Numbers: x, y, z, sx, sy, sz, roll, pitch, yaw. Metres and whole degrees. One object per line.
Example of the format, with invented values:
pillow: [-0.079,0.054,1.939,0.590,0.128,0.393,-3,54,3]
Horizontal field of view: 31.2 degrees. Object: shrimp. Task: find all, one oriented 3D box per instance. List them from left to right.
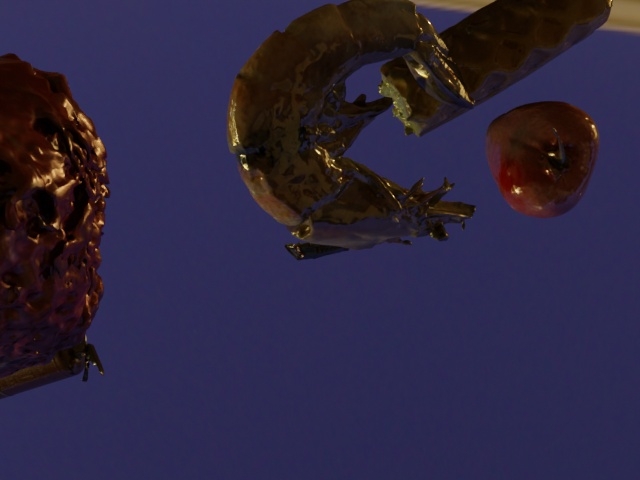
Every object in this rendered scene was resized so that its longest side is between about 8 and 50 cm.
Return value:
shrimp: [0.057,-0.100,1.117,0.085,0.360,0.247,37,-83,46]

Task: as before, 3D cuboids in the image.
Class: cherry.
cherry: [0.203,-0.079,1.037,0.087,0.106,0.126,27,-153,-19]

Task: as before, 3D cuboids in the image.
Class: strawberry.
strawberry: [-0.247,-0.002,0.808,0.274,0.220,0.274,-35,-148,26]

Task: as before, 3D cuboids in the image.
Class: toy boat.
toy boat: [0.000,0.000,1.312,0.083,0.038,0.038,-14,-126,0]

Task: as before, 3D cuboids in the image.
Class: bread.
bread: [0.191,-0.209,1.228,0.269,0.098,0.087,-31,-97,-1]

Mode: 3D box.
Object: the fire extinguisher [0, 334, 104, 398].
fire extinguisher: [-0.286,0.119,1.155,0.157,0.045,0.078,-19,-113,22]
